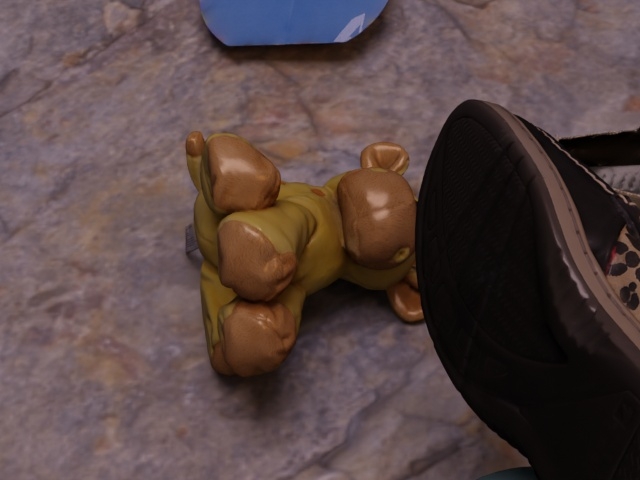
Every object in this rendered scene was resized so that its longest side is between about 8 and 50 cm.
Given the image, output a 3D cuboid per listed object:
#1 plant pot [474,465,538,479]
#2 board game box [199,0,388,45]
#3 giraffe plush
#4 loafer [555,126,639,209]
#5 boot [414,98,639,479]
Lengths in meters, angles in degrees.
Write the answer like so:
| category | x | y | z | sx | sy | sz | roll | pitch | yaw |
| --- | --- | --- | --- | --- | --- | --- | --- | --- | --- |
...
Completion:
| category | x | y | z | sx | sy | sz | roll | pitch | yaw |
| --- | --- | --- | --- | --- | --- | --- | --- | --- | --- |
| plant pot | 0.106 | 0.268 | 0.929 | 0.272 | 0.271 | 0.255 | 13 | 36 | 17 |
| board game box | -0.018 | -0.206 | 1.489 | 0.169 | 0.033 | 0.133 | -1 | 54 | 12 |
| giraffe plush | 0.000 | 0.000 | 1.246 | 0.170 | 0.181 | 0.210 | -5 | 13 | -11 |
| loafer | 0.269 | -0.044 | 1.276 | 0.251 | 0.087 | 0.094 | -7 | 49 | 0 |
| boot | 0.234 | 0.063 | 0.993 | 0.284 | 0.138 | 0.377 | 5 | 32 | -28 |
